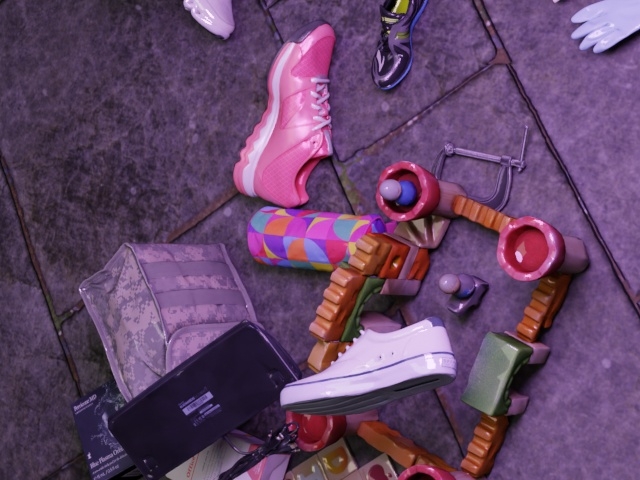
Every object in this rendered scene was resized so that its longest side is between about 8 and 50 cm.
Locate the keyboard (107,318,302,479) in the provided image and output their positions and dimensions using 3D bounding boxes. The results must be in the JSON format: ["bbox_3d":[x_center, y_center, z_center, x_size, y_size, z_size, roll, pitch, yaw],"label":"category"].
[{"bbox_3d":[-0.151,0.265,1.817,0.317,0.033,0.201,-36,92,24],"label":"keyboard"}]

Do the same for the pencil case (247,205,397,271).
[{"bbox_3d":[0.000,0.000,1.949,0.236,0.104,0.104,6,88,33],"label":"pencil case"}]

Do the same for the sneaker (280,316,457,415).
[{"bbox_3d":[0.062,0.169,1.641,0.258,0.094,0.091,-17,60,24],"label":"sneaker"}]

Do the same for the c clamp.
[{"bbox_3d":[0.233,-0.108,1.847,0.161,0.022,0.137,9,96,35],"label":"c clamp"}]

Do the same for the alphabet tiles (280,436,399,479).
[{"bbox_3d":[0.013,0.485,1.932,0.343,0.011,0.285,-37,65,25],"label":"alphabet tiles"}]

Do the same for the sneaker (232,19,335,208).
[{"bbox_3d":[-0.022,-0.196,1.994,0.136,0.116,0.313,28,108,23],"label":"sneaker"}]

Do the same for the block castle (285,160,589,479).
[{"bbox_3d":[0.148,0.138,1.750,0.303,0.213,0.453,29,103,33],"label":"block castle"}]

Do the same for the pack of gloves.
[{"bbox_3d":[0.439,-0.374,1.735,0.232,0.046,0.195,-30,57,25],"label":"pack of gloves"}]

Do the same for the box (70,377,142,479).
[{"bbox_3d":[-0.331,0.323,2.138,0.156,0.093,0.158,-32,66,27],"label":"box"}]

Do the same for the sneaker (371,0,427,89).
[{"bbox_3d":[0.112,-0.328,1.919,0.067,0.078,0.188,20,96,35],"label":"sneaker"}]

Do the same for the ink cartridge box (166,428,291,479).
[{"bbox_3d":[-0.154,0.367,2.020,0.198,0.067,0.115,18,91,38],"label":"ink cartridge box"}]

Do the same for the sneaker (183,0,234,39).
[{"bbox_3d":[-0.194,-0.487,2.138,0.118,0.110,0.292,-23,73,20],"label":"sneaker"}]

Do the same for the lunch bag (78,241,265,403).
[{"bbox_3d":[-0.217,0.155,1.990,0.169,0.235,0.287,-39,66,32],"label":"lunch bag"}]
